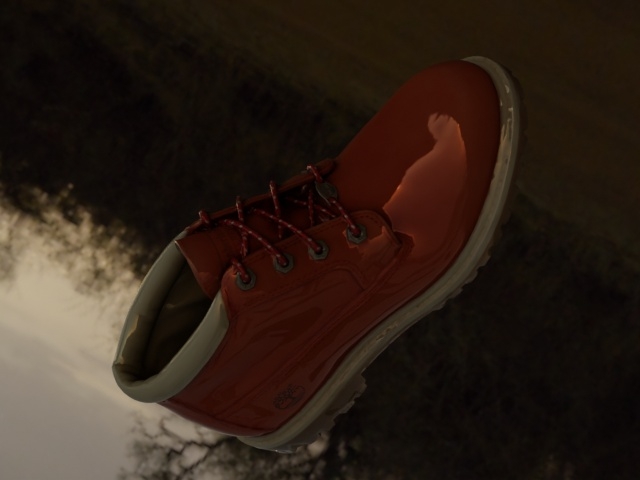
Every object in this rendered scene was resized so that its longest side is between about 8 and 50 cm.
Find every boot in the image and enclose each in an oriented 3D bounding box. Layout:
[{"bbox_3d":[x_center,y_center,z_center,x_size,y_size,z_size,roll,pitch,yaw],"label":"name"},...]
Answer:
[{"bbox_3d":[0.000,0.000,0.340,0.085,0.158,0.059,26,-165,-45],"label":"boot"}]
